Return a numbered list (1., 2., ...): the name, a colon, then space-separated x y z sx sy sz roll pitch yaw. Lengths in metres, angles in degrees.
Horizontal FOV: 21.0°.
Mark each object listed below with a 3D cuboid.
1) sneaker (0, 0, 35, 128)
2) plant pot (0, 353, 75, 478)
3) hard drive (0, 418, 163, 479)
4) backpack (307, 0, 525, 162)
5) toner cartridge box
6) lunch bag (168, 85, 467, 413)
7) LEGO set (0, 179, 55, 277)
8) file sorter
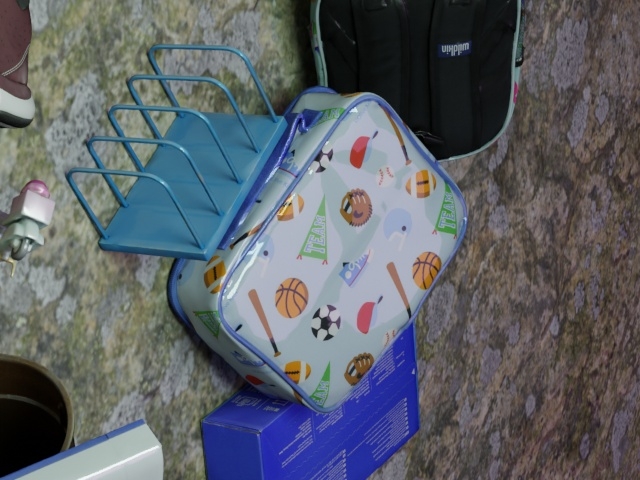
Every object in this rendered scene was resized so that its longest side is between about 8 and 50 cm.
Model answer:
1. sneaker: -0.294 -0.185 1.244 0.281 0.106 0.162 29 65 -70
2. plant pot: -0.257 0.203 1.344 0.167 0.167 0.165 -58 152 -38
3. hard drive: -0.263 0.261 1.235 0.319 0.040 0.210 -21 142 -26
4. backpack: 0.099 -0.210 1.813 0.191 0.225 0.253 -92 177 -55
5. toner cartridge box: -0.001 0.201 1.886 0.348 0.075 0.165 -34 127 -54
6. lunch bag: 0.000 0.000 1.714 0.243 0.115 0.303 45 71 -34
7. LEGO set: -0.326 -0.069 1.196 0.287 0.132 0.107 31 50 -35
8. file sorter: -0.130 -0.082 1.537 0.170 0.118 0.104 -62 142 -33
